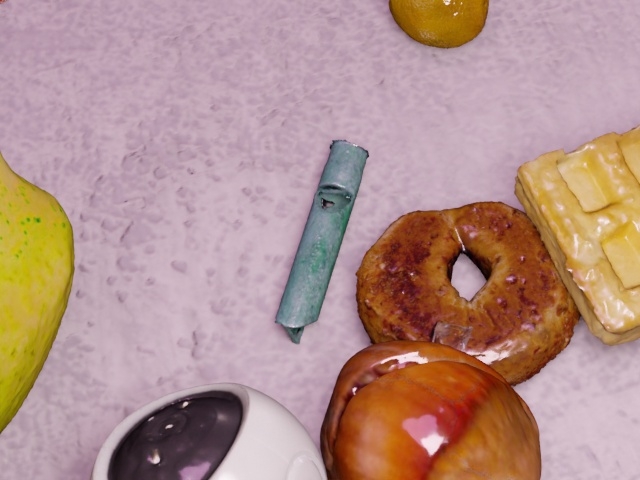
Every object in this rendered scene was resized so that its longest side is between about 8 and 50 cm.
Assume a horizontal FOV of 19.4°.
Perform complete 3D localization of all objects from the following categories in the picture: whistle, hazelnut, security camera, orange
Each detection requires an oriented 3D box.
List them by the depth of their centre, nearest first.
[{"bbox_3d":[-0.085,0.226,1.441,0.195,0.194,0.236,6,59,10],"label":"security camera"},{"bbox_3d":[0.087,0.163,1.466,0.182,0.182,0.182,-3,62,5],"label":"hazelnut"},{"bbox_3d":[0.000,0.000,1.629,0.039,0.039,0.186,12,65,13],"label":"whistle"},{"bbox_3d":[0.107,-0.219,1.706,0.095,0.085,0.085,11,64,20],"label":"orange"}]

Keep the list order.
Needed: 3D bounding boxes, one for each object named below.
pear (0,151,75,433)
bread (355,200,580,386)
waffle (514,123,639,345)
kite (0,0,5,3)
[{"bbox_3d":[-0.383,0.026,1.489,0.391,0.391,0.391,-3,62,5],"label":"pear"},{"bbox_3d":[0.124,0.049,1.577,0.193,0.064,0.193,-3,56,5],"label":"bread"},{"bbox_3d":[0.311,-0.025,1.564,0.274,0.057,0.168,-19,65,-17],"label":"waffle"},{"bbox_3d":[-0.333,-0.276,1.828,0.159,0.010,0.190,12,64,13],"label":"kite"}]
